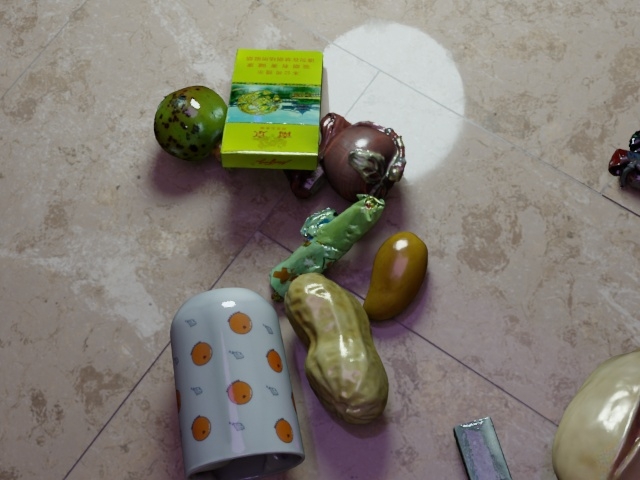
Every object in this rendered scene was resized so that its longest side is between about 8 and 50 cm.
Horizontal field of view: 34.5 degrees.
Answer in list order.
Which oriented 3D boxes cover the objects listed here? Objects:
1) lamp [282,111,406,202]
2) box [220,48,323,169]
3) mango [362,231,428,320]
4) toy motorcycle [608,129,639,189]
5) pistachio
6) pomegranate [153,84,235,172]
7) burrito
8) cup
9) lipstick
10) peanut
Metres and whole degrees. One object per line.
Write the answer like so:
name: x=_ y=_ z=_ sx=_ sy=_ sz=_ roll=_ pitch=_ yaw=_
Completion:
lamp: x=0.061 y=-0.142 z=2.030 sx=0.215 sy=0.151 sz=0.223 roll=-49 pitch=35 yaw=-10
box: x=-0.091 y=-0.268 z=2.064 sx=0.187 sy=0.047 sz=0.335 roll=2 pitch=46 yaw=1
mango: x=0.142 y=0.070 z=1.959 sx=0.102 sy=0.085 sz=0.184 roll=23 pitch=79 yaw=16
toy motorcycle: x=0.631 y=-0.113 z=1.961 sx=0.122 sy=0.082 sz=0.213 roll=-22 pitch=67 yaw=-2
pistachio: x=0.515 y=0.331 z=1.730 sx=0.230 sy=0.230 sz=0.309 roll=31 pitch=67 yaw=18
pomegranate: x=-0.245 y=-0.222 z=2.097 sx=0.205 sy=0.159 sz=0.159 roll=40 pitch=78 yaw=-5
burrito: x=0.000 y=0.000 z=1.985 sx=0.288 sy=0.054 sz=0.104 roll=-40 pitch=68 yaw=13
cup: x=-0.157 y=0.257 z=1.859 sx=0.212 sy=0.212 sz=0.317 roll=-12 pitch=67 yaw=3
lipstick: x=0.309 y=0.456 z=1.788 sx=0.076 sy=0.077 sz=0.290 roll=-18 pitch=68 yaw=0
peanut: x=0.029 y=0.194 z=1.897 sx=0.147 sy=0.147 sz=0.305 roll=-18 pitch=66 yaw=1
